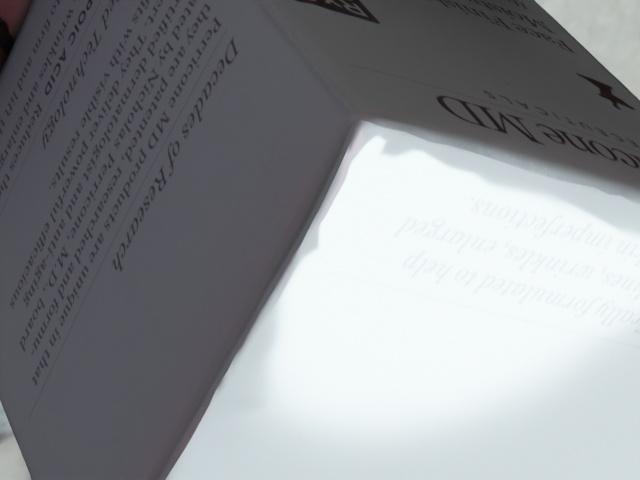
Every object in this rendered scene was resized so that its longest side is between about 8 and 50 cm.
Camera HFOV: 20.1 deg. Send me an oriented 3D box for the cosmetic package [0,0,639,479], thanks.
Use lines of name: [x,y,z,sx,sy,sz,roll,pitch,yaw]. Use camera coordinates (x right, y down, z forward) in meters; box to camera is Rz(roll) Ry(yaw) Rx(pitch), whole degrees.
cosmetic package: [0.000,0.000,0.523,0.151,0.184,0.151,13,116,-34]
